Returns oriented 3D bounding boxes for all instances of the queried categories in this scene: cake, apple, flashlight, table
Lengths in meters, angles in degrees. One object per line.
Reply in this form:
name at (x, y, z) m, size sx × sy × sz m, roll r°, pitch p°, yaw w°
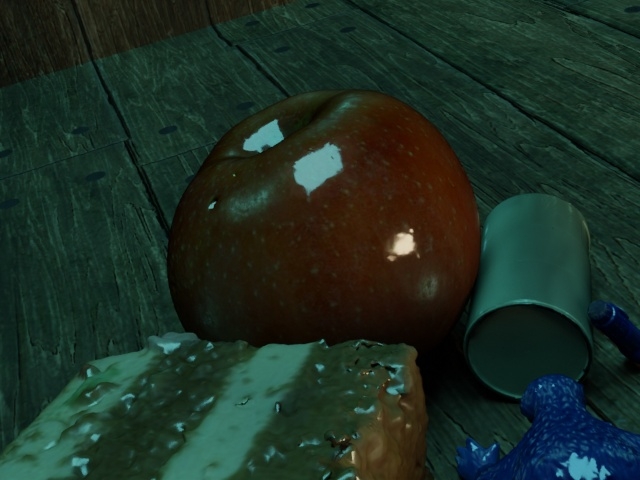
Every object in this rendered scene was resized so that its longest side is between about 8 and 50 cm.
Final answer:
cake at (-0.071, 0.238, 0.689) m, size 0.290 × 0.282 × 0.256 m, roll -4°, pitch 23°, yaw 23°
apple at (0.000, 0.000, 1.020) m, size 0.348 × 0.277 × 0.348 m, roll -23°, pitch 23°, yaw 10°
flashlight at (0.302, 0.089, 0.957) m, size 0.035 × 0.121 × 0.057 m, roll -55°, pitch 39°, yaw -3°
table at (0.224, 0.054, 1.029) m, size 0.126 × 0.126 × 0.220 m, roll -3°, pitch 31°, yaw 16°

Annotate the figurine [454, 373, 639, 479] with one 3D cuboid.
figurine at (0.211, 0.193, 0.800) m, size 0.164 × 0.121 × 0.262 m, roll -19°, pitch 28°, yaw -3°
